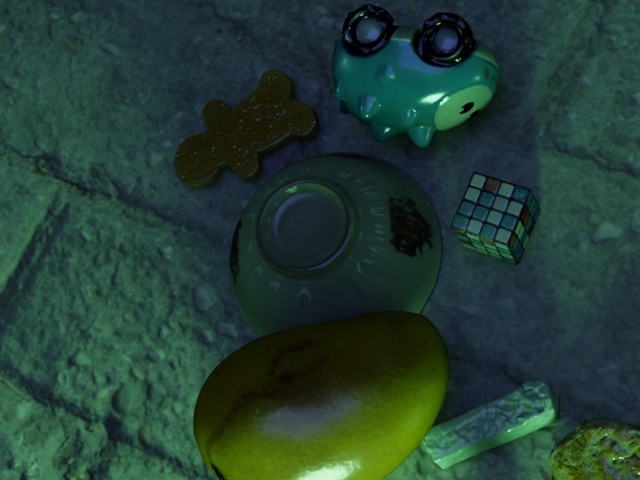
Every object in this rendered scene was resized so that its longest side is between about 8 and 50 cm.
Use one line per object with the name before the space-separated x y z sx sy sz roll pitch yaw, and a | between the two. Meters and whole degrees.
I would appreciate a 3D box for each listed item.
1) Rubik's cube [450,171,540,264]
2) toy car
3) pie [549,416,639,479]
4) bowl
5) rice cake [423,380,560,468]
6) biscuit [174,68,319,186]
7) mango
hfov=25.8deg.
Rubik's cube | 0.253 -0.032 2.010 0.092 0.092 0.092 19 79 23
toy car | 0.135 -0.233 2.069 0.255 0.188 0.190 9 83 18
pie | 0.396 0.319 1.854 0.193 0.079 0.163 22 88 24
bowl | 0.000 0.000 2.048 0.337 0.157 0.337 -5 71 16
rice cake | 0.234 0.255 1.933 0.206 0.069 0.063 -24 66 8
biscuit | -0.124 -0.166 2.211 0.240 0.035 0.158 -31 63 5
mango | 0.005 0.231 1.929 0.378 0.221 0.264 -27 49 5
